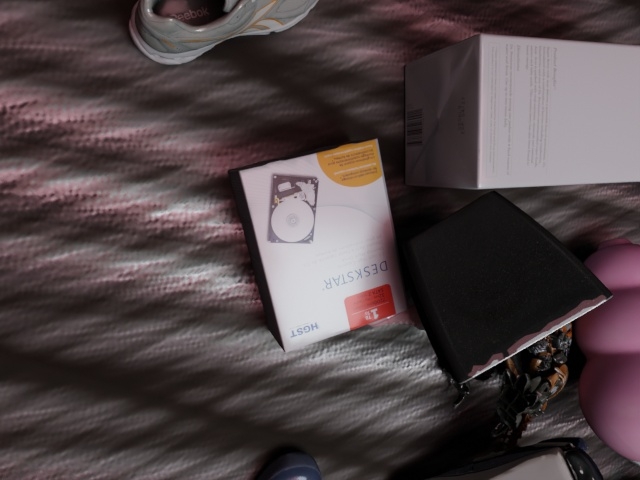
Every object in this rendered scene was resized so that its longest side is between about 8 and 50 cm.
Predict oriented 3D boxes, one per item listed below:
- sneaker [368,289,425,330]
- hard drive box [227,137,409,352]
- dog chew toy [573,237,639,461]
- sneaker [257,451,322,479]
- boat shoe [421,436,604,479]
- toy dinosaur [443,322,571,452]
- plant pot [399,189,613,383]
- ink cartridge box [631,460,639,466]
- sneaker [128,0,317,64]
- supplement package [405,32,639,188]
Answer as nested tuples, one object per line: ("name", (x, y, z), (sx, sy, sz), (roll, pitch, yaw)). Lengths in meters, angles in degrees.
("sneaker", (0.132, 0.113, 0.719), (0.135, 0.051, 0.070), (-23, 100, -20))
("hard drive box", (0.000, 0.000, 0.635), (0.181, 0.089, 0.231), (-17, 104, -16))
("dog chew toy", (0.493, 0.157, 0.748), (0.207, 0.206, 0.331), (4, 68, -20))
("sneaker", (-0.069, 0.456, 0.656), (0.112, 0.131, 0.318), (22, 90, -21))
("boat shoe", (0.260, 0.393, 0.732), (0.158, 0.341, 0.127), (13, 52, -51))
("toy dinosaur", (0.325, 0.201, 0.758), (0.219, 0.164, 0.321), (-6, 89, -34))
("plant pot", (0.198, 0.048, 0.613), (0.188, 0.188, 0.166), (-31, 79, 3))
("ink cartridge box", (0.648, 0.397, 0.942), (0.181, 0.062, 0.104), (35, 87, -21))
("sneaker", (-0.084, -0.279, 0.545), (0.263, 0.121, 0.099), (-33, 108, -13))
("supplement package", (0.285, -0.164, 0.666), (0.293, 0.175, 0.177), (-4, 98, -19))
